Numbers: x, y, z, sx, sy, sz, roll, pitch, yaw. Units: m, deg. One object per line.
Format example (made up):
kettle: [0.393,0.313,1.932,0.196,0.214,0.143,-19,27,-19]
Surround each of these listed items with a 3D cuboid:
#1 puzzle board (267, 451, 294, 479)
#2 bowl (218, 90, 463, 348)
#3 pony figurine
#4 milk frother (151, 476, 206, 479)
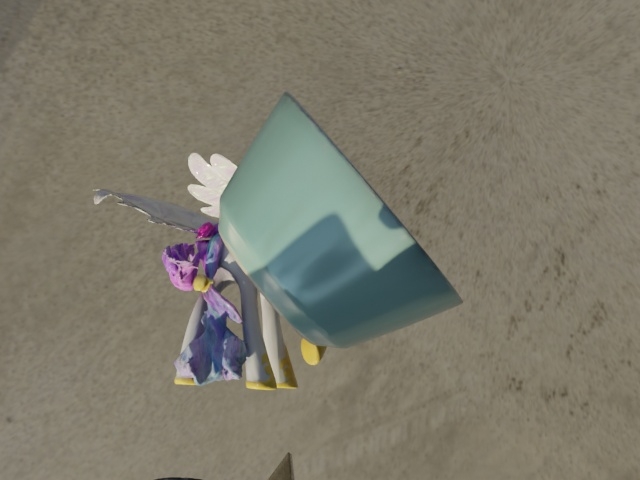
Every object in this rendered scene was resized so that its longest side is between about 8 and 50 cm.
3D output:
puzzle board: [-0.057,0.283,1.029,0.011,0.128,0.096,36,92,-5]
bowl: [0.000,0.000,1.103,0.163,0.311,0.312,-39,90,2]
pony figurine: [-0.111,0.023,1.371,0.302,0.351,0.364,-3,81,43]
milk frother: [-0.081,0.275,0.769,0.143,0.129,0.135,7,57,-2]
